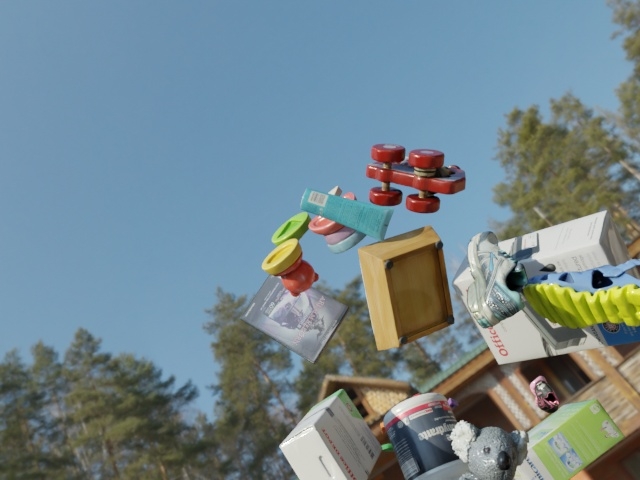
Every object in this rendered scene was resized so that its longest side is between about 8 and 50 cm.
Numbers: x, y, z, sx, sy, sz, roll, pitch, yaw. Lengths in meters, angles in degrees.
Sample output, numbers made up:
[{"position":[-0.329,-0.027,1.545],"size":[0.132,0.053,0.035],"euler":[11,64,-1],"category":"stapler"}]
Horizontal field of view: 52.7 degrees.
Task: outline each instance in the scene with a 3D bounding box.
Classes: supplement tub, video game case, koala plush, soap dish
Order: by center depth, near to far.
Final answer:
[{"position":[0.351,0.490,1.334],"size":[0.196,0.221,0.203],"euler":[6,-25,-2],"category":"koala plush"},{"position":[0.236,0.129,1.717],"size":[0.229,0.118,0.290],"euler":[-18,-75,-23],"category":"soap dish"},{"position":[0.299,0.567,1.733],"size":[0.191,0.272,0.191],"euler":[-16,-32,-10],"category":"supplement tub"},{"position":[-0.078,0.219,1.937],"size":[0.196,0.274,0.026],"euler":[-57,-22,-15],"category":"video game case"}]

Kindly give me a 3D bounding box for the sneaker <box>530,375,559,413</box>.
[{"position":[0.498,0.348,1.406],"size":[0.047,0.057,0.119],"euler":[-41,-54,-4],"category":"sneaker"}]

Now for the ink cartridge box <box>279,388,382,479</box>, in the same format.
[{"position":[0.033,0.522,1.628],"size":[0.115,0.198,0.273],"euler":[-35,-5,18],"category":"ink cartridge box"}]

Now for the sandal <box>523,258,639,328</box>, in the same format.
[{"position":[0.593,0.108,1.387],"size":[0.138,0.317,0.126],"euler":[-50,-58,-32],"category":"sandal"}]

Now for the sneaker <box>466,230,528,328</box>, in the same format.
[{"position":[0.409,0.077,1.463],"size":[0.122,0.283,0.110],"euler":[-24,-57,29],"category":"sneaker"}]

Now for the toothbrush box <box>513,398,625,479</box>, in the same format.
[{"position":[0.617,0.551,1.707],"size":[0.283,0.122,0.206],"euler":[-32,-14,-12],"category":"toothbrush box"}]

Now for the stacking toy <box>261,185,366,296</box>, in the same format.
[{"position":[0.000,0.000,1.793],"size":[0.309,0.279,0.130],"euler":[-35,-71,10],"category":"stacking toy"}]

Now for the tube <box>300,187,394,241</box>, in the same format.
[{"position":[0.058,-0.066,1.487],"size":[0.052,0.207,0.080],"euler":[-26,-46,-77],"category":"tube"}]

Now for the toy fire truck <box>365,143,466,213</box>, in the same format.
[{"position":[0.293,-0.198,1.908],"size":[0.254,0.302,0.169],"euler":[-24,-59,-49],"category":"toy fire truck"}]

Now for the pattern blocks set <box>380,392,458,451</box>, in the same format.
[{"position":[0.332,0.618,2.164],"size":[0.285,0.026,0.325],"euler":[16,-52,-27],"category":"pattern blocks set"}]

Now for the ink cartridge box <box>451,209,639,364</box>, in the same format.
[{"position":[0.580,0.133,1.637],"size":[0.395,0.285,0.166],"euler":[-21,17,39],"category":"ink cartridge box"}]
